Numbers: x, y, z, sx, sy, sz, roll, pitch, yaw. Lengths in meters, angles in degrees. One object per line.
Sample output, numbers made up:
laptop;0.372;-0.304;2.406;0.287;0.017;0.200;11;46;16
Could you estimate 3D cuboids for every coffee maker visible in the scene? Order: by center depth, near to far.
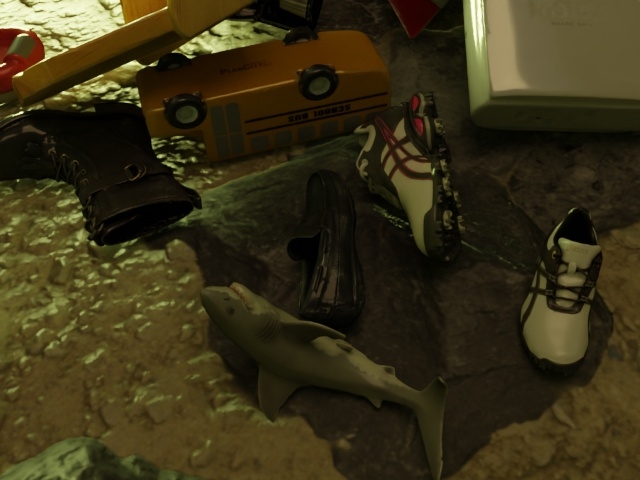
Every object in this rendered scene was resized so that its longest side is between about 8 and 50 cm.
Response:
coffee maker;-0.084;-0.412;1.168;0.178;0.120;0.171;16;22;0

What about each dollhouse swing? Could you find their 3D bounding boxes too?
dollhouse swing;-0.286;-0.364;0.960;0.305;0.314;0.347;-14;13;-20

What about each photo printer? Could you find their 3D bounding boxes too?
photo printer;0.330;-0.306;1.004;0.256;0.107;0.307;2;71;-2

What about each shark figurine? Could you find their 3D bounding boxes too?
shark figurine;-0.003;0.146;0.737;0.278;0.166;0.116;27;81;3

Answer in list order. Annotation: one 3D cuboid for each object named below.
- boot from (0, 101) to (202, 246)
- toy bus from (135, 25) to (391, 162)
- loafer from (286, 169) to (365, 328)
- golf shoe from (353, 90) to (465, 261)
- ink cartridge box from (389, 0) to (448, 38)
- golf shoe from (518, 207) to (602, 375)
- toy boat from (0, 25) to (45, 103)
boot;-0.309;-0.079;0.929;0.263;0.091;0.229;-18;50;-15
toy bus;-0.075;-0.200;0.991;0.333;0.130;0.108;-14;51;-8
loafer;0.000;0.000;0.845;0.078;0.076;0.223;10;50;-19
golf shoe;0.112;-0.071;0.908;0.120;0.105;0.272;-15;44;14
ink cartridge box;0.149;-0.532;1.161;0.130;0.272;0.309;18;38;-35
golf shoe;0.265;0.048;0.784;0.077;0.093;0.198;10;52;10
toy boat;-0.554;-0.303;1.094;0.231;0.151;0.150;0;49;4
